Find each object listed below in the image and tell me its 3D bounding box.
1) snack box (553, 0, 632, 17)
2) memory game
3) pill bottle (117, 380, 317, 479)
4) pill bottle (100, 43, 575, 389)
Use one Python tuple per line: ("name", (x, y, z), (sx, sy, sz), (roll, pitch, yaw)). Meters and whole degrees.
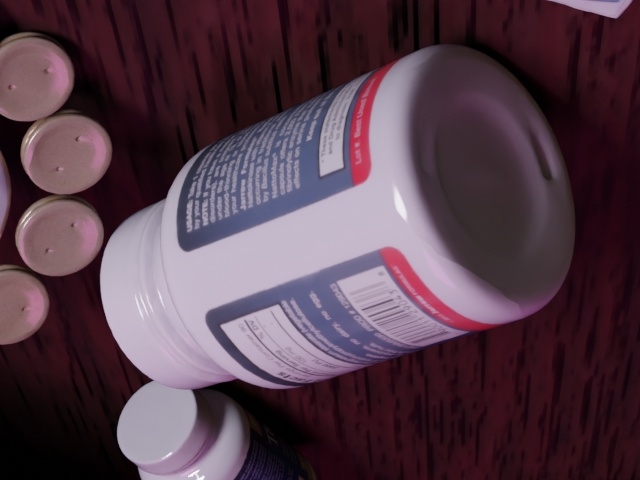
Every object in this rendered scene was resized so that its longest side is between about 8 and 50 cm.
("snack box", (0.029, -0.119, 0.615), (0.178, 0.022, 0.064), (14, 150, -11))
("memory game", (-0.172, -0.018, 0.746), (0.186, 0.012, 0.186), (-10, 123, -16))
("pill bottle", (-0.057, 0.121, 1.017), (0.067, 0.067, 0.120), (-10, 147, 28))
("pill bottle", (0.000, 0.000, 0.747), (0.180, 0.108, 0.108), (-20, 141, 40))
